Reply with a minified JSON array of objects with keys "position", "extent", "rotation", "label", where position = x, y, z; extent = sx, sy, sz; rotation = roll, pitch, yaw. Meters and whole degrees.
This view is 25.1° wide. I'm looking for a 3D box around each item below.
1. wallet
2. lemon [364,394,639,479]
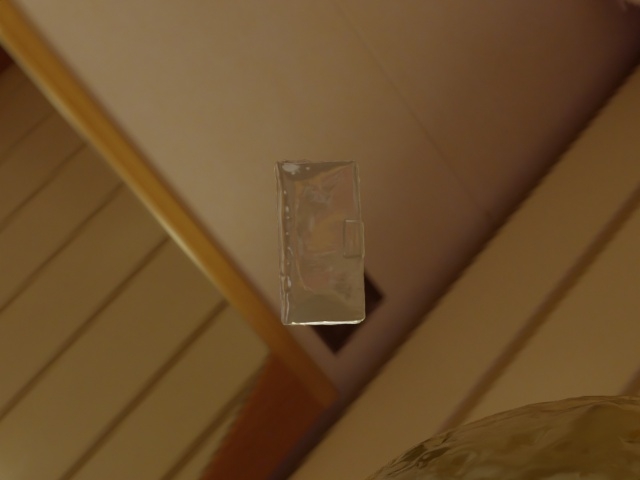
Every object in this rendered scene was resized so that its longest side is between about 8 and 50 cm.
[{"position":[0.000,0.000,0.713],"extent":[0.044,0.083,0.011],"rotation":[-1,173,-8],"label":"wallet"},{"position":[0.117,0.207,0.492],"extent":[0.336,0.336,0.336],"rotation":[-28,-150,18],"label":"lemon"}]
